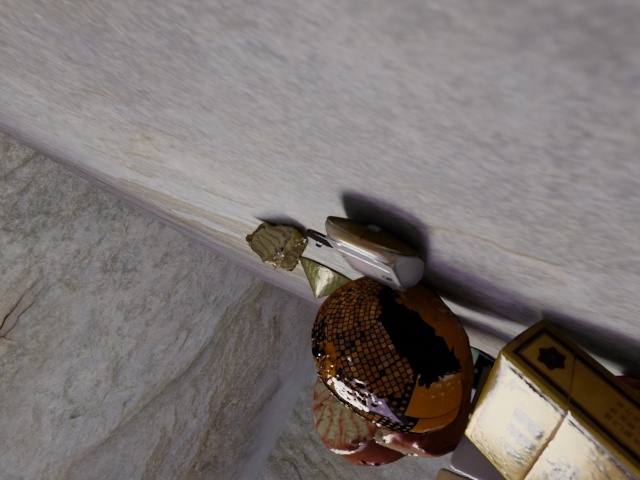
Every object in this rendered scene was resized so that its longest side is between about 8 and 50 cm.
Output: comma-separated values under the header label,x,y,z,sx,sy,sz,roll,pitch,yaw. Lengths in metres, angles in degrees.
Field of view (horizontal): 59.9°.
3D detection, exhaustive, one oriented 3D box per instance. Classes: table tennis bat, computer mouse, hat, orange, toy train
label,x,y,z,sx,sy,sz,roll,pitch,yaw
table tennis bat,0.000,0.000,0.845,0.050,0.007,0.083,26,170,2
computer mouse,0.062,0.013,0.610,0.102,0.044,0.199,24,172,18
hat,0.004,0.097,1.201,0.146,0.067,0.146,27,171,4
orange,0.101,0.148,0.749,0.234,0.182,0.234,43,-169,-10
toy train,0.445,0.362,1.375,0.407,0.086,0.088,33,168,-37

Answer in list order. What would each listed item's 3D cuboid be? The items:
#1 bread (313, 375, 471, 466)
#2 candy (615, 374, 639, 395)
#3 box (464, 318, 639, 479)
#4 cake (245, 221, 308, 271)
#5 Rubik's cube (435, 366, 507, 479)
label,x,y,z,sx,sy,sz,roll,pitch,yaw
bread,0.123,0.261,1.031,0.114,0.295,0.328,32,139,-25
candy,0.392,0.193,0.563,0.124,0.124,0.365,27,163,0
box,0.306,0.254,0.591,0.301,0.084,0.192,45,147,35
cake,-0.078,-0.005,0.907,0.116,0.079,0.185,38,-176,12
Rubik's cube,0.397,0.416,0.912,0.387,0.358,0.368,20,163,18
